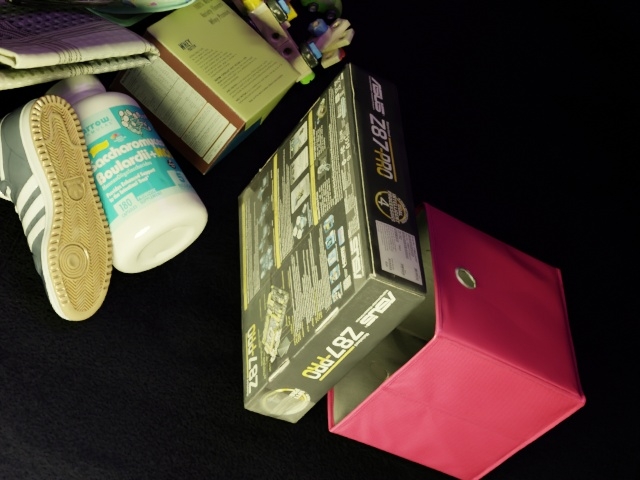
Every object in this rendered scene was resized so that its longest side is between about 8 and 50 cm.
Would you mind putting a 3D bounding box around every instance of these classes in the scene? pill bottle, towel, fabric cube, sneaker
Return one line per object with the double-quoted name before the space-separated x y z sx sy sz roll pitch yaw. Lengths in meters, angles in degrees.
"pill bottle" -0.276 -0.098 1.528 0.146 0.146 0.264 -17 67 -49
"towel" -0.436 -0.296 1.543 0.312 0.056 0.324 29 30 25
"fabric cube" 0.184 0.151 1.615 0.258 0.259 0.254 25 40 -22
"sneaker" -0.361 -0.035 1.450 0.099 0.153 0.282 -12 94 -50

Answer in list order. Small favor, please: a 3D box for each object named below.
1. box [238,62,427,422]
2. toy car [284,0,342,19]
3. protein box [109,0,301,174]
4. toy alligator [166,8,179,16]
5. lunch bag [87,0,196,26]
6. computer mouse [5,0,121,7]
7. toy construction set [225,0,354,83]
"box" 0.000 0.000 1.544 0.097 0.318 0.395 22 42 -27
"toy car" -0.044 -0.492 2.182 0.225 0.053 0.239 14 47 -33
"protein box" -0.178 -0.250 1.767 0.201 0.136 0.200 43 38 -2
"toy alligator" -0.205 -0.361 1.922 0.189 0.056 0.051 2 88 -61
"lunch bag" -0.262 -0.446 1.781 0.223 0.262 0.160 -49 127 -50
"computer mouse" -0.431 -0.404 1.666 0.188 0.072 0.272 -5 42 -40
"toy construction set" -0.081 -0.393 1.985 0.327 0.151 0.215 36 17 -29
